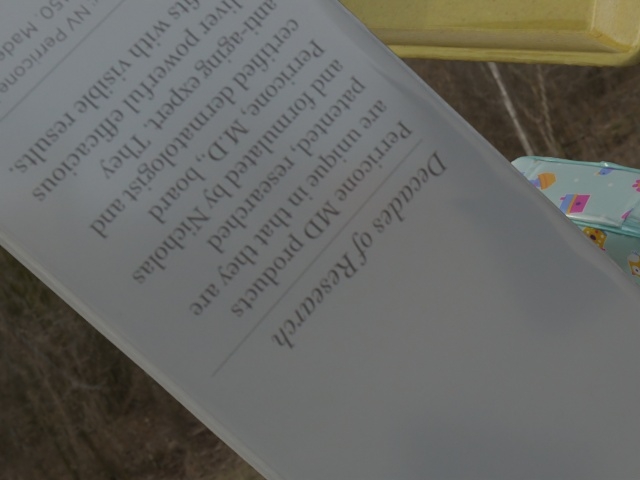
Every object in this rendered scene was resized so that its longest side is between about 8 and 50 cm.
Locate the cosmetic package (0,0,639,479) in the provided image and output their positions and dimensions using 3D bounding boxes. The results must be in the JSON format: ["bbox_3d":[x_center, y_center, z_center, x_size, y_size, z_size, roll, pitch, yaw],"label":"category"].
[{"bbox_3d":[-0.004,0.024,0.420,0.161,0.453,0.230,-48,5,-10],"label":"cosmetic package"}]

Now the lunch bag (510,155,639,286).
[{"bbox_3d":[0.330,0.023,0.962,0.108,0.224,0.279,-45,35,-21],"label":"lunch bag"}]

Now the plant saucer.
[{"bbox_3d":[0.118,-0.299,0.704,0.333,0.332,0.081,7,-6,20],"label":"plant saucer"}]
